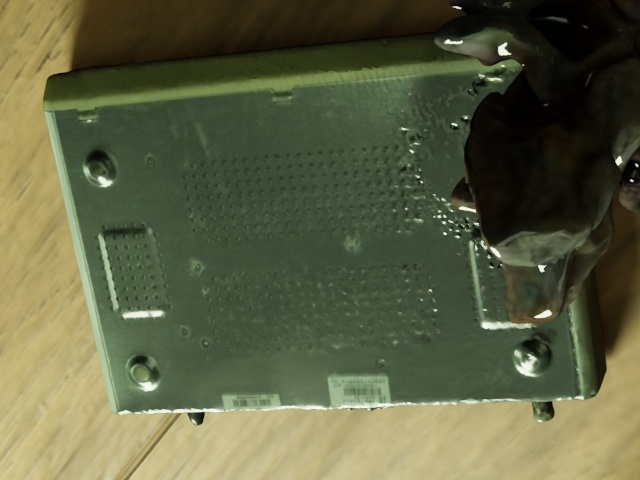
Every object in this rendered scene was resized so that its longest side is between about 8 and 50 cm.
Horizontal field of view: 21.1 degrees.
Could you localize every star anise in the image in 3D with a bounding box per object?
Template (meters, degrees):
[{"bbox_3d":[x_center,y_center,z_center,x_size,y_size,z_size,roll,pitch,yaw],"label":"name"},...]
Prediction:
[{"bbox_3d":[0.131,-0.088,0.717,0.129,0.212,0.282,25,112,48],"label":"star anise"}]

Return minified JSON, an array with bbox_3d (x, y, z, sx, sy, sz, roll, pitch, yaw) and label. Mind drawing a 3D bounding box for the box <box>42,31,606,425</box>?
[{"bbox_3d":[0.000,0.000,0.871,0.270,0.045,0.210,-2,109,19],"label":"box"}]
